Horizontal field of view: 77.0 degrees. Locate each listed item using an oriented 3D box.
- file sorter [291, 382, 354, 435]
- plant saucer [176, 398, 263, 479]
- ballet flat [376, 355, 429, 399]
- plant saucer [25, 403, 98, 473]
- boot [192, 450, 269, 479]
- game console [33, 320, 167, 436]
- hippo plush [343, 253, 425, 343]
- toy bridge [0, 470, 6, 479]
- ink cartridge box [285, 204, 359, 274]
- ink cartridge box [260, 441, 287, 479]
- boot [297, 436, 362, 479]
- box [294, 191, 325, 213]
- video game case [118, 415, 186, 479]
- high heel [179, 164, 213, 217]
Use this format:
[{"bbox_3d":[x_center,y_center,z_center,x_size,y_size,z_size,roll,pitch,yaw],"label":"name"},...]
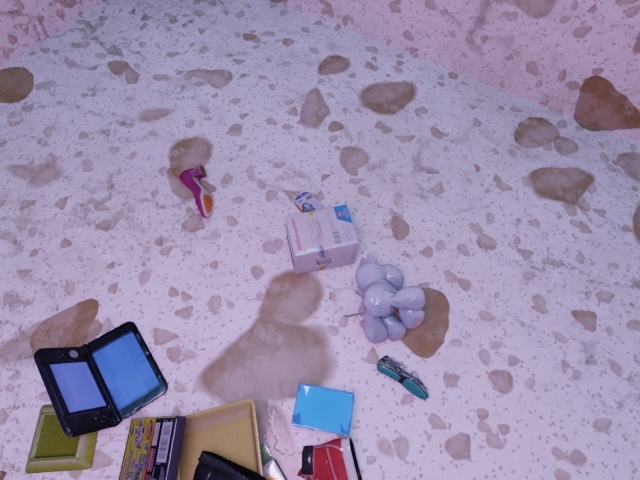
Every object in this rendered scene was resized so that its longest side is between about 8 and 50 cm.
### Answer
[{"bbox_3d":[0.007,0.518,1.226,0.171,0.104,0.118,9,61,3],"label":"file sorter"},{"bbox_3d":[-0.297,0.648,1.115,0.333,0.081,0.332,-19,61,10],"label":"plant saucer"},{"bbox_3d":[0.275,0.437,1.308,0.189,0.070,0.070,33,65,11],"label":"ballet flat"},{"bbox_3d":[-0.767,0.579,1.196,0.189,0.045,0.188,-2,61,-4],"label":"plant saucer"},{"bbox_3d":[-0.243,0.663,0.985,0.247,0.094,0.207,7,65,29],"label":"boot"},{"bbox_3d":[-0.666,0.402,1.233,0.173,0.250,0.293,-43,67,6],"label":"game console"},{"bbox_3d":[0.195,0.196,1.390,0.295,0.234,0.236,6,29,-15],"label":"hippo plush"},{"bbox_3d":[-0.840,0.714,1.129,0.188,0.026,0.063,18,64,7],"label":"toy bridge"},{"bbox_3d":[0.000,0.000,1.478,0.233,0.168,0.171,-11,61,-8],"label":"ink cartridge box"},{"bbox_3d":[-0.151,0.699,1.143,0.109,0.062,0.209,-31,66,-16],"label":"ink cartridge box"},{"bbox_3d":[0.031,0.705,1.147,0.177,0.088,0.244,-17,72,8],"label":"boot"},{"bbox_3d":[-0.043,-0.137,1.634,0.081,0.028,0.136,-33,65,-18],"label":"box"},{"bbox_3d":[-0.471,0.629,1.096,0.248,0.035,0.274,-20,56,35],"label":"video game case"},{"bbox_3d":[-0.511,-0.186,1.630,0.117,0.082,0.243,-22,74,18],"label":"high heel"}]
